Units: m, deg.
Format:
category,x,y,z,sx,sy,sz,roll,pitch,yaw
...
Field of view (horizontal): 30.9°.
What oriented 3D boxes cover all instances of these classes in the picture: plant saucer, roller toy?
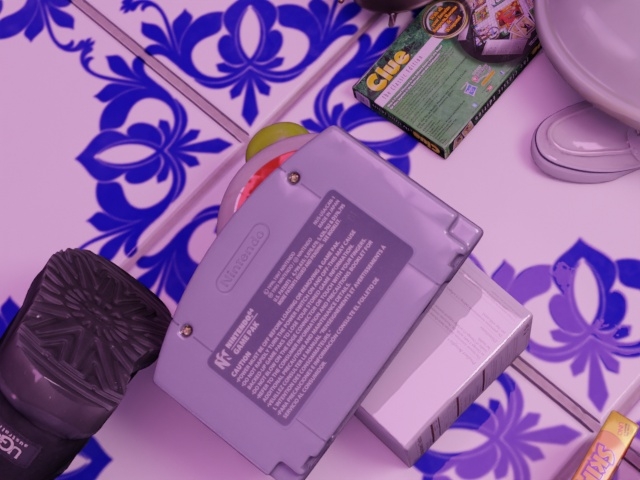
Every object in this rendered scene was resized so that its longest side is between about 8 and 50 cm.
category,x,y,z,sx,sy,sz,roll,pitch,yaw
plant saucer,0.424,-0.267,1.188,0.400,0.100,0.400,-3,51,3
roller toy,0.000,0.000,1.181,0.191,0.146,0.209,16,82,13

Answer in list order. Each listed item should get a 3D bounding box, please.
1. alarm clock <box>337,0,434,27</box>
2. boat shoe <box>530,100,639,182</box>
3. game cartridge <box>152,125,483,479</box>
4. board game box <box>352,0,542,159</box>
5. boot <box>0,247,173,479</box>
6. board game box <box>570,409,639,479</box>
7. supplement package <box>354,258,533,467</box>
category,x,y,z,sx,sy,sz,roll,pitch,yaw
alarm clock,0.100,-0.323,1.330,0.129,0.064,0.192,2,47,25
boat shoe,0.354,-0.124,1.204,0.267,0.088,0.096,-3,68,8
game cartridge,-0.014,0.054,1.069,0.198,0.062,0.297,38,97,16
board game box,0.169,-0.225,1.308,0.136,0.030,0.260,38,78,18
boot,-0.348,0.233,1.122,0.146,0.367,0.445,39,102,-3
board game box,0.206,0.281,1.045,0.039,0.124,0.259,33,77,19
supplement package,0.110,0.117,1.137,0.179,0.105,0.105,-44,70,-10
